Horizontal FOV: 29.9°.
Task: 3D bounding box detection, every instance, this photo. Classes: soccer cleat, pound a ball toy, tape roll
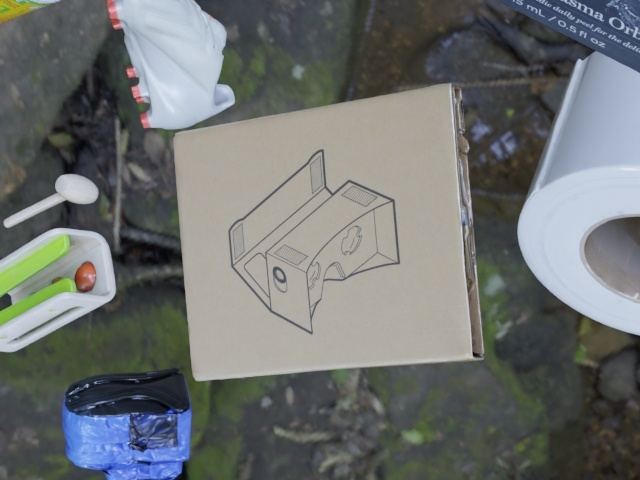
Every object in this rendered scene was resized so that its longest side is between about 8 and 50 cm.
[{"bbox_3d":[-0.106,-0.154,0.835,0.076,0.068,0.196,-16,146,-6],"label":"soccer cleat"},{"bbox_3d":[-0.463,0.044,2.049,0.319,0.208,0.136,-27,156,35],"label":"pound a ball toy"},{"bbox_3d":[0.317,-0.044,1.083,0.246,0.169,0.246,17,147,11],"label":"tape roll"}]

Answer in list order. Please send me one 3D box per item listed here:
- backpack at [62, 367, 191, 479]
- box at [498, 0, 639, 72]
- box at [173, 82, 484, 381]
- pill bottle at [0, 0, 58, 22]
[{"bbox_3d":[-0.190,0.184,1.165,0.120,0.098,0.101,1,103,-13],"label":"backpack"},{"bbox_3d":[0.169,-0.155,0.554,0.093,0.156,0.158,-55,165,-18],"label":"box"},{"bbox_3d":[0.000,0.000,0.745,0.201,0.164,0.021,-7,175,29],"label":"box"},{"bbox_3d":[-0.459,-0.386,1.724,0.136,0.246,0.136,5,83,-43],"label":"pill bottle"}]
